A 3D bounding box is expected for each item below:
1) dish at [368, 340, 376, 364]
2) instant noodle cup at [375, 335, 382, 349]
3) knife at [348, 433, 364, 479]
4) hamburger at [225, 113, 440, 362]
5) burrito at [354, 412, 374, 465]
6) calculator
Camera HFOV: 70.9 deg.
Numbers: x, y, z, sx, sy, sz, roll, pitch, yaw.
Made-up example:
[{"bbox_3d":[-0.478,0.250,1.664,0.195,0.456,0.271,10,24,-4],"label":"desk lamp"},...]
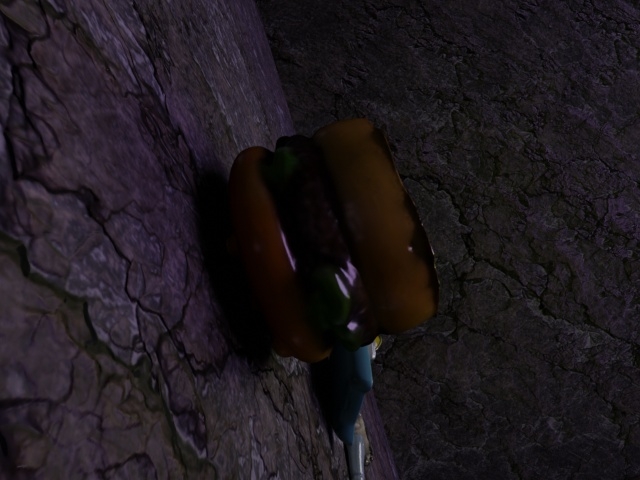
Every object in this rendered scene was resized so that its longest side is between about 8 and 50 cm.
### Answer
[{"bbox_3d":[0.103,0.339,1.343,0.212,0.077,0.151,112,-15,-47],"label":"dish"},{"bbox_3d":[0.109,0.332,1.619,0.144,0.182,0.182,63,7,-11],"label":"instant noodle cup"},{"bbox_3d":[0.101,0.658,1.147,0.331,0.044,0.080,-91,172,-52],"label":"knife"},{"bbox_3d":[0.000,0.000,0.756,0.396,0.278,0.395,-18,90,-89],"label":"hamburger"},{"bbox_3d":[0.103,0.564,1.317,0.058,0.063,0.229,-30,107,-56],"label":"burrito"},{"bbox_3d":[0.067,0.319,1.194,0.386,0.055,0.255,-91,-167,-66],"label":"calculator"}]
